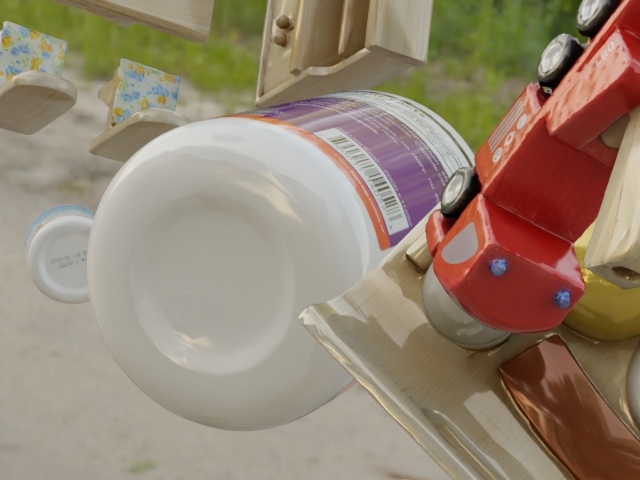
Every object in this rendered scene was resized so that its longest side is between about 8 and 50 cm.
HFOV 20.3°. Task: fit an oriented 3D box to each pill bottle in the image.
[{"bbox_3d":[-0.249,0.010,1.770,0.087,0.087,0.160,3,7,-11],"label":"pill bottle"},{"bbox_3d":[0.000,0.000,1.136,0.181,0.181,0.323,13,13,20],"label":"pill bottle"}]

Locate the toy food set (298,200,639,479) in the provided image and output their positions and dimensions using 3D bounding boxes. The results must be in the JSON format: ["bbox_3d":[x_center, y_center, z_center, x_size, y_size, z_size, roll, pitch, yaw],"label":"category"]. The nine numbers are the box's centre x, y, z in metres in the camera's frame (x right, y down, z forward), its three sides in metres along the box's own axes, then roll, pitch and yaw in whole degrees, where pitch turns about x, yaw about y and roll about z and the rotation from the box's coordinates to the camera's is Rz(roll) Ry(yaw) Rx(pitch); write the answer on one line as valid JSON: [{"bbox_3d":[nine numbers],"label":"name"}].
[{"bbox_3d":[0.171,0.005,0.826,0.220,0.306,0.092,45,-1,15],"label":"toy food set"}]

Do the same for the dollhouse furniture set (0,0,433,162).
[{"bbox_3d":[-0.114,-0.274,1.823,0.394,0.362,0.256,16,-20,-27],"label":"dollhouse furniture set"}]

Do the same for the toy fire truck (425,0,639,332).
[{"bbox_3d":[0.108,-0.029,0.589,0.047,0.192,0.135,27,27,-19],"label":"toy fire truck"}]
